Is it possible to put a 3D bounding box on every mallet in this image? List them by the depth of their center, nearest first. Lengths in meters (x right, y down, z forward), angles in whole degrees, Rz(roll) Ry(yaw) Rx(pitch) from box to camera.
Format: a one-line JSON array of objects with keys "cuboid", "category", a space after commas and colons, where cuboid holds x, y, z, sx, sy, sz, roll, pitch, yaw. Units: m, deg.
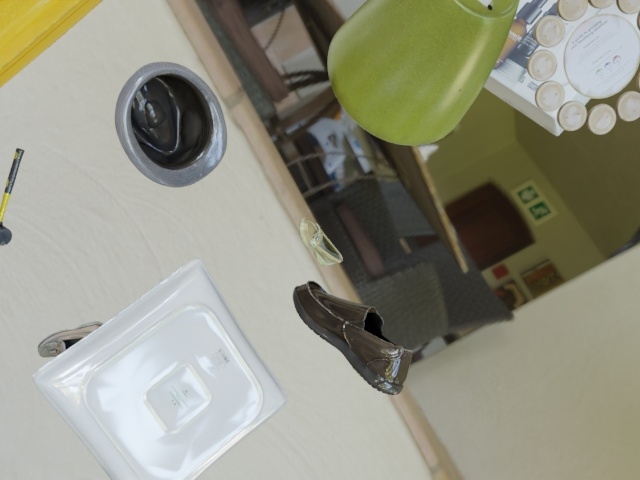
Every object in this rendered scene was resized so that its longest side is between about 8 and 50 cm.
[{"cuboid": [-0.593, -0.081, 1.479, 0.062, 0.189, 0.039, 30, 11, 35], "category": "mallet"}]

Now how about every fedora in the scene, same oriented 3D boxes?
[{"cuboid": [-0.348, -0.262, 1.724, 0.124, 0.244, 0.275, 22, -29, 52], "category": "fedora"}]

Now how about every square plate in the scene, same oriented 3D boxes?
[{"cuboid": [-0.257, 0.266, 1.362, 0.049, 0.344, 0.347, 11, -45, 61], "category": "square plate"}]

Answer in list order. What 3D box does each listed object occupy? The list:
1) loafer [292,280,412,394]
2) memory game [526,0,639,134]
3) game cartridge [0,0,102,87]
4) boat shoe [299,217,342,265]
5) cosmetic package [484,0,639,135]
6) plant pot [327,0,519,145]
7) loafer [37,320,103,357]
[{"cuboid": [0.050, 0.119, 1.083, 0.220, 0.078, 0.080, 41, 12, 30], "category": "loafer"}, {"cuboid": [0.332, -0.217, 0.922, 0.186, 0.186, 0.012, 61, 1, -20], "category": "memory game"}, {"cuboid": [-0.452, -0.374, 0.999, 0.323, 0.285, 0.053, 55, 11, 7], "category": "game cartridge"}, {"cuboid": [0.000, 0.002, 1.721, 0.153, 0.048, 0.056, 59, 34, -41], "category": "boat shoe"}, {"cuboid": [0.397, -0.423, 1.492, 0.377, 0.284, 0.097, 41, 1, 26], "category": "cosmetic package"}, {"cuboid": [0.187, -0.339, 1.269, 0.274, 0.275, 0.293, 62, -25, 7], "category": "plant pot"}, {"cuboid": [-0.439, 0.180, 1.364, 0.039, 0.125, 0.045, -110, 179, -49], "category": "loafer"}]
